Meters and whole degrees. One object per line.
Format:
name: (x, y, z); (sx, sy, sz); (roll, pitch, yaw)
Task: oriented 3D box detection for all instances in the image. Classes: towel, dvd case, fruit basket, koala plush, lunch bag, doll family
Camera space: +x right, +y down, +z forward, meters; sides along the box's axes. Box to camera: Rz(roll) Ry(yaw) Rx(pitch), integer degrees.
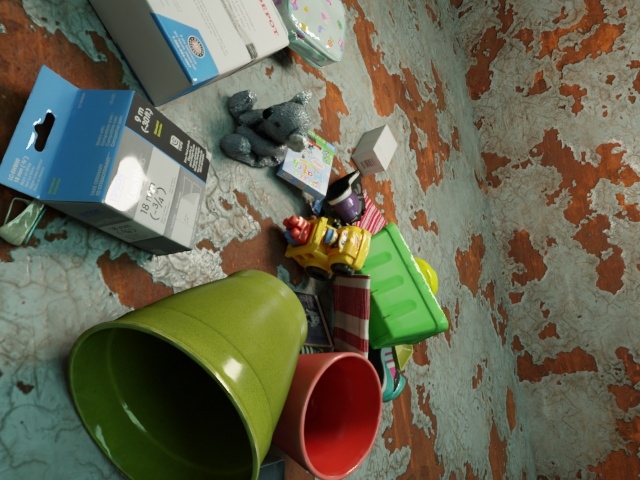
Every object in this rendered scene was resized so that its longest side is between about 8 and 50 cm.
towel: (0.163, -0.080, 1.533); (0.275, 0.031, 0.199); (51, 42, -20)
towel: (0.080, 0.260, 1.192); (0.037, 0.237, 0.329); (4, 85, -16)
dvd case: (-0.057, 0.216, 1.172); (0.221, 0.018, 0.165); (18, 43, -47)
fruit basket: (0.276, 0.143, 1.366); (0.392, 0.283, 0.392); (7, 63, -14)
koala plush: (-0.111, -0.302, 1.121); (0.203, 0.221, 0.196); (25, 62, -46)
lunch bag: (-0.041, -0.655, 1.242); (0.279, 0.107, 0.224); (15, 77, -49)
doll family: (0.009, -0.066, 1.337); (0.193, 0.076, 0.111); (41, 56, -31)

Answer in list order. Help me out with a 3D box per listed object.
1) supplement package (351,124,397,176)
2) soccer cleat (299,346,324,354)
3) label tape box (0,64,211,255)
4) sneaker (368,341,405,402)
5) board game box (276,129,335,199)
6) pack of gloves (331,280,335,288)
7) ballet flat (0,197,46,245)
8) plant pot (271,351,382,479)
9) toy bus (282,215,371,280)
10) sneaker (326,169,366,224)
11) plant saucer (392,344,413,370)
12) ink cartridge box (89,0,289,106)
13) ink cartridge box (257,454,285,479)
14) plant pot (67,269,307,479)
supplement package: (0.211, -0.348, 1.628); (0.105, 0.105, 0.179); (53, 45, -28)
soccer cleat: (-0.050, 0.312, 1.180); (0.179, 0.060, 0.072); (43, 59, -28)
label tape box: (-0.369, -0.141, 0.795); (0.333, 0.105, 0.241); (40, 48, -55)
sneaker: (0.214, 0.415, 1.428); (0.178, 0.123, 0.296); (56, 33, -39)
board game box: (-0.040, -0.248, 1.298); (0.160, 0.039, 0.212); (29, 53, -26)
pack of gloves: (0.149, 0.225, 1.411); (0.232, 0.046, 0.195); (0, 62, -36)
ballet flat: (-0.492, -0.071, 0.725); (0.052, 0.057, 0.168); (34, 55, -30)
plant pot: (-0.027, 0.393, 1.012); (0.275, 0.243, 0.275); (6, 82, -44)
toy bus: (0.000, 0.000, 1.195); (0.211, 0.220, 0.149); (39, 57, -31)
sneaker: (0.097, -0.137, 1.392); (0.124, 0.107, 0.283); (56, 26, -16)
plant saucer: (0.283, 0.362, 1.564); (0.188, 0.045, 0.188); (-19, 95, -63)
ink cartridge box: (-0.290, -0.533, 1.002); (0.395, 0.166, 0.285); (-49, 119, -44)
ink cartridge box: (-0.198, 0.657, 0.895); (0.307, 0.072, 0.304); (14, 70, -51)
plant pot: (-0.197, 0.232, 0.816); (0.353, 0.366, 0.367); (-42, 114, -60)
